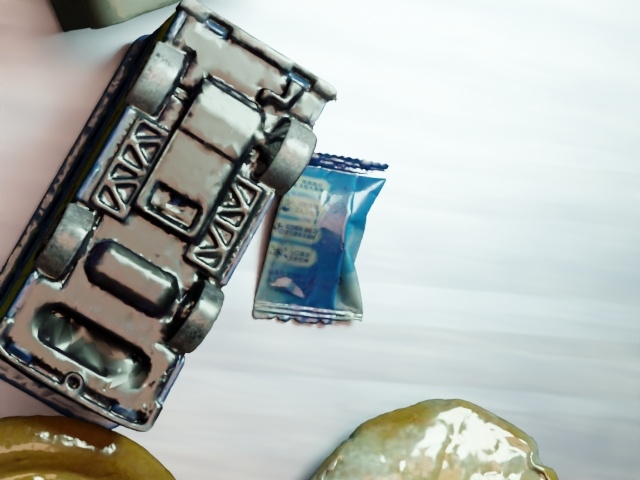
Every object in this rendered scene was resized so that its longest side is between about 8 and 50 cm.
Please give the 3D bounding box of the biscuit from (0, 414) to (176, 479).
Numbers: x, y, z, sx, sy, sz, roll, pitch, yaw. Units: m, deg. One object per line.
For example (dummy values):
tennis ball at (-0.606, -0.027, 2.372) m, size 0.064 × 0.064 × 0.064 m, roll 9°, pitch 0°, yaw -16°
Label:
biscuit at (-0.207, 0.242, 1.357) m, size 0.262 × 0.037 × 0.262 m, roll -7°, pitch 114°, yaw -15°

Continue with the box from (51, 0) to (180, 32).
box at (-0.110, -0.247, 1.427) m, size 0.243 × 0.163 × 0.135 m, roll -22°, pitch 101°, yaw -19°

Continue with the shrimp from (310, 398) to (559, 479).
shrimp at (0.065, 0.336, 1.457) m, size 0.221 × 0.110 × 0.445 m, roll 13°, pitch 78°, yaw -10°

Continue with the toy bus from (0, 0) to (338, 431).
toy bus at (-0.124, -0.013, 1.386) m, size 0.138 × 0.175 × 0.287 m, roll 31°, pitch 78°, yaw -13°

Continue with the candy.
candy at (0.001, 0.000, 1.496) m, size 0.088 × 0.038 × 0.136 m, roll 9°, pitch 92°, yaw -13°
